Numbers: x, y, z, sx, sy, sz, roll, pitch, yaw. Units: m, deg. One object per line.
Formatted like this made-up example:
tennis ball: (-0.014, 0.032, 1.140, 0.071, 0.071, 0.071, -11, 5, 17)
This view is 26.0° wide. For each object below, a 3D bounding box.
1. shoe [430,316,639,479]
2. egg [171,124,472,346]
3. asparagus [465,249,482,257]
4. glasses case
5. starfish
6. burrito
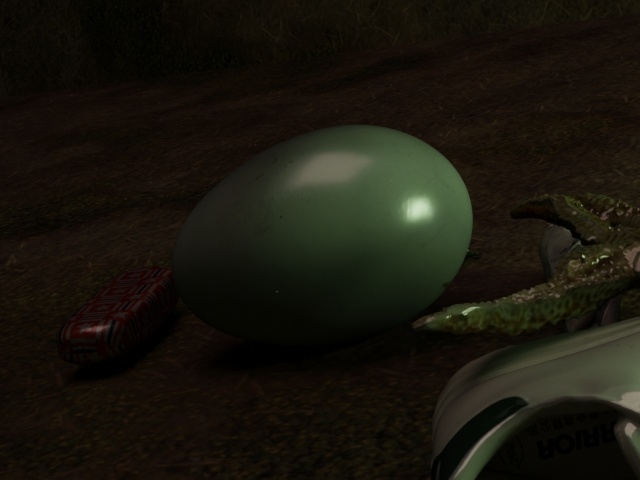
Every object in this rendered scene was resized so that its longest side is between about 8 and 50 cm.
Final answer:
shoe: (0.226, 0.101, 0.739, 0.363, 0.132, 0.160, -12, 13, 17)
egg: (0.000, 0.000, 1.187, 0.264, 0.183, 0.183, -17, 14, 7)
asparagus: (0.044, 0.033, 1.336, 0.236, 0.027, 0.034, -15, 4, -15)
glasses case: (-0.184, 0.073, 1.316, 0.073, 0.049, 0.194, -6, 15, 15)
starfish: (0.209, -0.008, 0.861, 0.358, 0.078, 0.347, -27, 9, -12)
burrito: (0.218, 0.024, 1.167, 0.064, 0.064, 0.203, -10, 15, 7)
